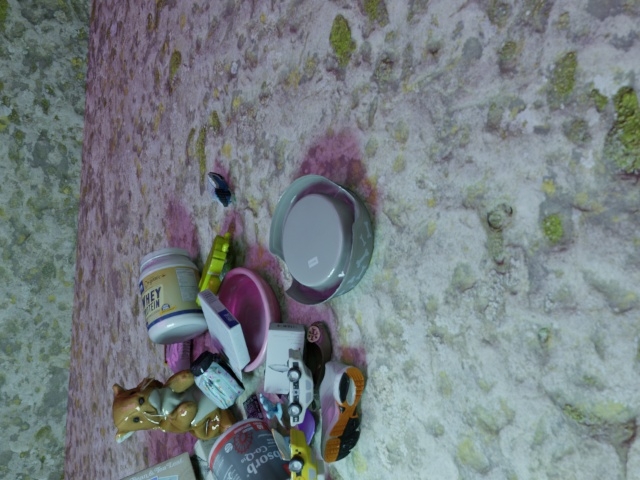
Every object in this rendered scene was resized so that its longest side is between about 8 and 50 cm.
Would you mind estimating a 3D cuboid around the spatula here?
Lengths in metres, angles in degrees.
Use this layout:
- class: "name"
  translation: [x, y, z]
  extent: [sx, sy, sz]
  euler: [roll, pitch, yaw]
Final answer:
- class: "spatula"
  translation: [-0.098, 0.480, 1.481]
  extent: [0.296, 0.030, 0.084]
  euler: [38, 115, 43]

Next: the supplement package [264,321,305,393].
- class: "supplement package"
  translation: [-0.104, 0.335, 1.413]
  extent: [0.105, 0.105, 0.180]
  euler: [-158, 72, -84]

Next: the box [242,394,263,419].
- class: "box"
  translation: [-0.223, 0.561, 1.626]
  extent: [0.067, 0.018, 0.083]
  euler: [-48, 55, 36]

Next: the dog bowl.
- class: "dog bowl"
  translation: [0.000, 0.000, 1.346]
  extent: [0.348, 0.102, 0.349]
  euler: [-3, 86, 49]

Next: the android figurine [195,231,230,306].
- class: "android figurine"
  translation: [-0.372, 0.095, 1.726]
  extent: [0.248, 0.056, 0.273]
  euler: [-100, 33, -57]

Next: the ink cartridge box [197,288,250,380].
- class: "ink cartridge box"
  translation: [-0.300, 0.294, 1.558]
  extent: [0.223, 0.045, 0.224]
  euler: [35, 141, 44]

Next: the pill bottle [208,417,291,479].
- class: "pill bottle"
  translation: [-0.148, 0.699, 1.391]
  extent: [0.363, 0.210, 0.210]
  euler: [36, 114, 43]

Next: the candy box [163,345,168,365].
- class: "candy box"
  translation: [-0.629, 0.427, 2.088]
  extent: [0.105, 0.027, 0.206]
  euler: [-5, 84, 45]

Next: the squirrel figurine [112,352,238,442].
- class: "squirrel figurine"
  translation: [-0.539, 0.581, 1.709]
  extent: [0.397, 0.370, 0.281]
  euler: [-34, 64, 47]

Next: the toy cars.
- class: "toy cars"
  translation: [-0.039, 0.471, 1.252]
  extent: [0.177, 0.087, 0.394]
  euler: [95, 172, -56]

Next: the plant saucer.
- class: "plant saucer"
  translation: [-0.233, 0.254, 1.608]
  extent: [0.332, 0.084, 0.333]
  euler: [-2, 87, 49]

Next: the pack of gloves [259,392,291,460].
- class: "pack of gloves"
  translation: [-0.097, 0.524, 1.389]
  extent: [0.046, 0.232, 0.195]
  euler: [-29, 60, -5]

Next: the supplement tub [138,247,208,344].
- class: "supplement tub"
  translation: [-0.559, 0.209, 1.871]
  extent: [0.228, 0.228, 0.317]
  euler: [-42, 58, 39]

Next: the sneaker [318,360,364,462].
- class: "sneaker"
  translation: [0.040, 0.442, 1.295]
  extent: [0.121, 0.099, 0.263]
  euler: [16, 95, 59]

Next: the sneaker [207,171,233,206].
- class: "sneaker"
  translation: [-0.372, -0.169, 1.812]
  extent: [0.191, 0.071, 0.083]
  euler: [57, 134, 44]

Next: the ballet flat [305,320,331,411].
- class: "ballet flat"
  translation: [-0.018, 0.352, 1.377]
  extent: [0.084, 0.058, 0.250]
  euler: [5, 92, 48]

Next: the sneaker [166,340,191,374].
- class: "sneaker"
  translation: [-0.556, 0.423, 1.967]
  extent: [0.094, 0.090, 0.235]
  euler: [-27, 69, 34]

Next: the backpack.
- class: "backpack"
  translation: [-0.334, 0.451, 1.597]
  extent: [0.182, 0.115, 0.152]
  euler: [50, 161, -9]

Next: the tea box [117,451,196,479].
- class: "tea box"
  translation: [-0.581, 0.940, 1.708]
  extent: [0.220, 0.328, 0.324]
  euler: [59, 154, 32]

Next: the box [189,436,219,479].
- class: "box"
  translation: [-0.352, 0.822, 1.700]
  extent: [0.275, 0.094, 0.113]
  euler: [52, 125, 37]
